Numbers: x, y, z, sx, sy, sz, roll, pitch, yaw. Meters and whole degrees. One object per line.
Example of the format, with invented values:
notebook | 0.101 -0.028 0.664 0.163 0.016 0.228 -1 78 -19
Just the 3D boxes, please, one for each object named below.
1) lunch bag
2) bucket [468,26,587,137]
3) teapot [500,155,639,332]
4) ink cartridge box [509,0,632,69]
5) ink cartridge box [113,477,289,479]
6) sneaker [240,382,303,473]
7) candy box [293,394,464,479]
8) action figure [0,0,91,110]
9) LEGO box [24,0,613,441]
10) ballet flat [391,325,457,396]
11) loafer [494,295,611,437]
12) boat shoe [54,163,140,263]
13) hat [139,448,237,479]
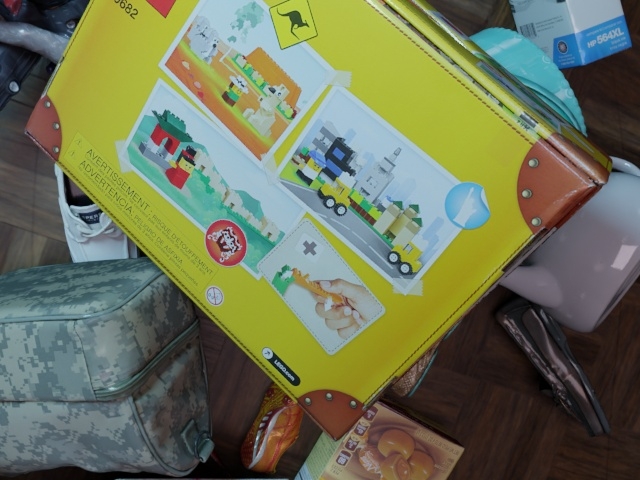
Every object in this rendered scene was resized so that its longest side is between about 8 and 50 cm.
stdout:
lunch bag | -0.296 0.170 0.854 0.305 0.212 0.256 -6 105 20
bucket | 0.201 -0.132 0.930 0.183 0.281 0.281 -32 104 -11
teapot | 0.376 -0.008 1.012 0.187 0.256 0.252 38 107 25
ink cartridge box | 0.336 -0.349 0.982 0.086 0.148 0.203 -21 103 -7
ink cartridge box | -0.195 0.413 0.881 0.354 0.119 0.207 17 56 -42
sneaker | -0.056 0.266 1.045 0.067 0.064 0.175 27 96 -37
candy box | 0.055 0.396 1.065 0.183 0.087 0.316 30 91 -15
action figure | -0.317 -0.249 0.772 0.179 0.330 0.341 20 77 19
LEGO box | -0.019 -0.106 0.749 0.500 0.193 0.372 44 115 8
ballet flat | 0.160 0.140 1.062 0.067 0.073 0.206 34 87 -1
loafer | 0.370 0.202 1.116 0.084 0.096 0.267 -28 97 13
boat shoe | -0.303 -0.039 0.921 0.095 0.084 0.258 -17 102 -10
hat | -0.204 0.247 1.018 0.173 0.183 0.208 5 81 22
